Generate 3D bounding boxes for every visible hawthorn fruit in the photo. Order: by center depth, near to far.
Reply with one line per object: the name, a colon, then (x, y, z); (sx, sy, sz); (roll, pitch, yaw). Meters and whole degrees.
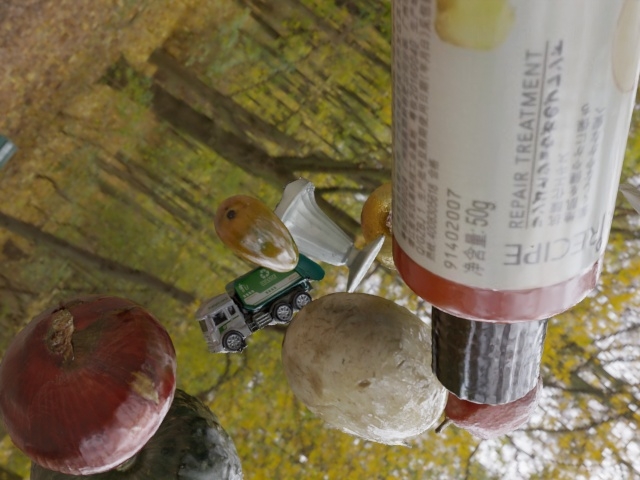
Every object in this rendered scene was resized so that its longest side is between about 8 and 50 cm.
hawthorn fruit: (0.325, 0.310, 1.727); (0.253, 0.205, 0.205); (-39, -165, 19)

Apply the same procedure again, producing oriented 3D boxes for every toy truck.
toy truck: (-0.111, 0.114, 1.589); (0.253, 0.124, 0.114); (-28, -179, -19)

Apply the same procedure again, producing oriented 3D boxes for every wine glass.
wine glass: (0.000, 0.000, 1.516); (0.165, 0.196, 0.165); (-55, 173, -10)

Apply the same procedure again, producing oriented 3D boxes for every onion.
onion: (-0.301, 0.174, 1.068); (0.248, 0.161, 0.248); (-13, -115, 29)

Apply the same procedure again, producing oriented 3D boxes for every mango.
mango: (-0.095, -0.006, 1.332); (0.089, 0.163, 0.111); (-50, -163, 3)

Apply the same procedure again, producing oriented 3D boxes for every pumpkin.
pumpkin: (-0.285, 0.366, 1.319); (0.257, 0.328, 0.291); (76, 4, -59)

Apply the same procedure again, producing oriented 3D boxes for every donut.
donut: (0.156, -0.039, 1.668); (0.174, 0.074, 0.190); (-12, -121, 23)

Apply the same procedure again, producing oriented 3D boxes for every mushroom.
mushroom: (0.075, 0.154, 1.205); (0.195, 0.254, 0.189); (-57, 169, -34)

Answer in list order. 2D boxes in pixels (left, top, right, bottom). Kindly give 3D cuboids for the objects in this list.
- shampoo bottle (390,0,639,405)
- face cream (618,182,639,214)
shampoo bottle: (0.084, -0.037, 0.390); (0.104, 0.104, 0.278); (-66, 158, -50)
face cream: (0.634, -0.021, 1.530); (0.092, 0.243, 0.058); (-3, 136, -56)
